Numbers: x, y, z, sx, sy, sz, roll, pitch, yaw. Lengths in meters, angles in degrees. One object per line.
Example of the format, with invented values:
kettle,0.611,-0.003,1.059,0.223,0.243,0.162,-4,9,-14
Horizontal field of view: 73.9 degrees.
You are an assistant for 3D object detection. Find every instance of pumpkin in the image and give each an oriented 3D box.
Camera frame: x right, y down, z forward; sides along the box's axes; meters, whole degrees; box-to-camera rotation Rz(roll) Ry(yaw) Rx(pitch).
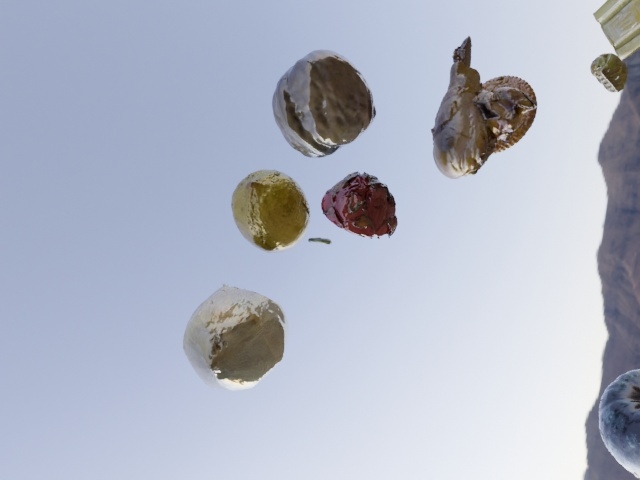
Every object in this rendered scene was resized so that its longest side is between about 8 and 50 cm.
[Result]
pumpkin,0.653,0.345,0.792,0.233,0.233,0.163,-39,-72,-37

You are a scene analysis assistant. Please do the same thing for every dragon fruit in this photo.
dragon fruit,0.126,-0.122,1.175,0.218,0.223,0.148,-60,-8,-59

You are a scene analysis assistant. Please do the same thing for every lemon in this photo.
lemon,-0.162,-0.091,1.418,0.258,0.257,0.310,-52,-43,-29

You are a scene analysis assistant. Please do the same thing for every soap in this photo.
soap,0.492,-0.357,0.594,0.037,0.252,0.092,-26,-95,-3

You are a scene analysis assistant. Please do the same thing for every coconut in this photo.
coconut,-0.284,0.335,1.458,0.360,0.346,0.347,-79,-18,-69

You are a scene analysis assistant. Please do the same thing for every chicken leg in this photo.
chicken leg,0.452,-0.385,1.197,0.181,0.295,0.410,10,-102,-41

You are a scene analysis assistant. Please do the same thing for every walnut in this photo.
walnut,0.003,-0.320,1.010,0.248,0.248,0.249,-12,-74,-47

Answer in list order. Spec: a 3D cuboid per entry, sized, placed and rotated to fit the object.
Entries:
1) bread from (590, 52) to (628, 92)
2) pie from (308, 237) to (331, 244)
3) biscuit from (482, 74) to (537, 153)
bread,0.738,-0.430,1.082,0.110,0.066,0.060,32,-99,-21
pie,-0.002,0.000,1.398,0.084,0.084,0.021,4,-88,-49
biscuit,0.559,-0.403,1.356,0.035,0.253,0.254,11,-91,-45
